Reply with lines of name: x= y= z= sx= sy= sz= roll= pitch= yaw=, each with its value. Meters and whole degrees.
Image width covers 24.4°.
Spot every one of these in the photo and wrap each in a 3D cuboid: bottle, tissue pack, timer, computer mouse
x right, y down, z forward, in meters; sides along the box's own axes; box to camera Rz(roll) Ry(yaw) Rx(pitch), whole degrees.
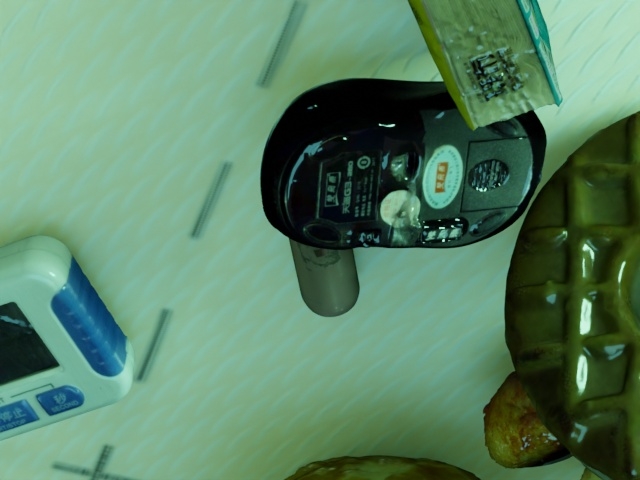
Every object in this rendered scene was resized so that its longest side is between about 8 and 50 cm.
bottle: x=0.000 y=0.000 z=1.260 sx=0.053 sy=0.053 sz=0.140 roll=-7 pitch=129 yaw=6
tissue pack: x=0.108 y=-0.180 z=1.064 sx=0.082 sy=0.120 sz=0.169 roll=-18 pitch=129 yaw=14
timer: x=-0.309 y=0.097 z=1.329 sx=0.253 sy=0.078 sz=0.178 roll=-18 pitch=125 yaw=13
computer mouse: x=0.061 y=-0.066 z=1.167 sx=0.233 sy=0.096 sz=0.137 roll=-2 pitch=115 yaw=-17

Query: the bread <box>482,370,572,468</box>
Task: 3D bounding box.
bread: x=0.246 y=0.106 z=1.300 sx=0.095 sy=0.139 sz=0.269 roll=43 pitch=120 yaw=2

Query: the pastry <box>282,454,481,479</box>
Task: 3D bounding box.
pastry: x=0.056 y=0.375 z=1.408 sx=0.388 sy=0.313 sz=0.388 roll=7 pitch=142 yaw=5

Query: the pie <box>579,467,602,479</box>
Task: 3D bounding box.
pie: x=0.331 y=0.195 z=1.303 sx=0.339 sy=0.083 sz=0.339 roll=-30 pitch=148 yaw=-21

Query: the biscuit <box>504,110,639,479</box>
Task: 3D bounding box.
biscuit: x=0.298 y=0.043 z=1.131 sx=0.332 sy=0.332 sz=0.103 roll=-23 pitch=152 yaw=18
